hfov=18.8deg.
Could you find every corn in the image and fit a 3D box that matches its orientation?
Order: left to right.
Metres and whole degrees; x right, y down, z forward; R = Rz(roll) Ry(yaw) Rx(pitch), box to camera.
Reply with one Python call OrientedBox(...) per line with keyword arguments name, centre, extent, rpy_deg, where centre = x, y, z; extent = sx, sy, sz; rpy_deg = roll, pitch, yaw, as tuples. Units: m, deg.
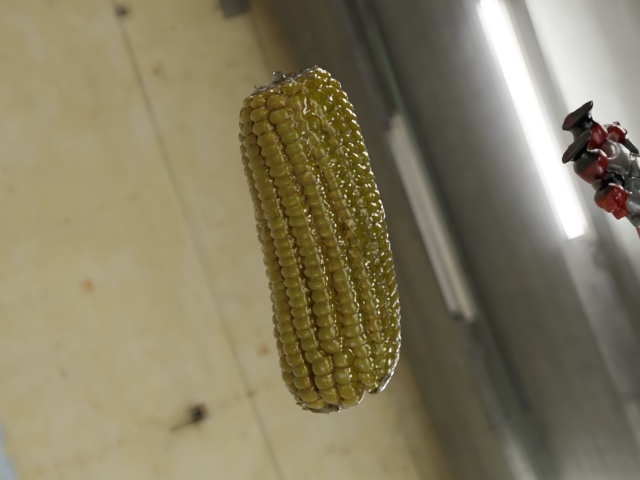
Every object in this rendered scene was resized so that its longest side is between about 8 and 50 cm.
OrientedBox(name="corn", centre=(0.000, 0.000, 0.518), extent=(0.037, 0.037, 0.092), rpy_deg=(-163, -121, -74))

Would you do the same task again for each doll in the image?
OrientedBox(name="doll", centre=(0.189, -0.005, 0.986), extent=(0.057, 0.169, 0.109), rpy_deg=(-51, -164, 28))
